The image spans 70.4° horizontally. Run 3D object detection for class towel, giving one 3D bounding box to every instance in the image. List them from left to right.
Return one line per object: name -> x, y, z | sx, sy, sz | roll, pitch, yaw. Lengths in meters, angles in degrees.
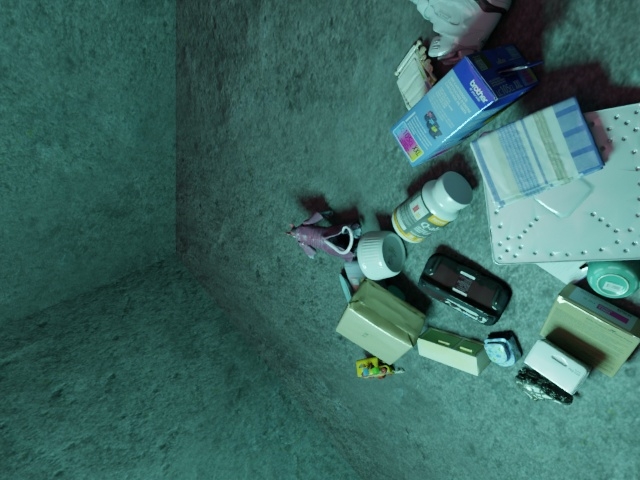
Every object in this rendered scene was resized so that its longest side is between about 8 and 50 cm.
towel -> 0.566, -0.227, 1.209 | 0.285, 0.034, 0.209 | -23, 89, 30

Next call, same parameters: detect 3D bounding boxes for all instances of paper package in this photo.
paper package -> 0.248, 0.351, 1.922 | 0.310, 0.168, 0.325 | 32, 153, 8

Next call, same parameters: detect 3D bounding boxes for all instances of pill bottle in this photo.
pill bottle -> 0.391, -0.115, 1.605 | 0.162, 0.162, 0.278 | 58, 144, 8

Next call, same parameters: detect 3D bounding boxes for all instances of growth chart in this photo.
growth chart -> 0.320, -0.523, 1.510 | 0.172, 0.021, 0.237 | -35, 66, 55

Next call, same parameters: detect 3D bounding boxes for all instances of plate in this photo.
plate -> 0.135, 0.247, 2.196 | 0.188, 0.024, 0.188 | 161, 90, -83

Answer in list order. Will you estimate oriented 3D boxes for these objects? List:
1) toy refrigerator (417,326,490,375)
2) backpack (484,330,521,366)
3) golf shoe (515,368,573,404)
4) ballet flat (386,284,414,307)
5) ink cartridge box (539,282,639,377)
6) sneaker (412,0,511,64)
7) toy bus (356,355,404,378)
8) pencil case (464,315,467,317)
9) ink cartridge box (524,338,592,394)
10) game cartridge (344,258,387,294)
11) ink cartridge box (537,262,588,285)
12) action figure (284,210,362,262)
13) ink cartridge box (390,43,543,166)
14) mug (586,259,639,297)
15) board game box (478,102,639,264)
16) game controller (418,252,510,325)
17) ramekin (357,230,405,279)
toy refrigerator -> 0.529, 0.435, 1.820 | 0.270, 0.102, 0.094 | 11, 119, 48
backpack -> 0.662, 0.403, 1.655 | 0.105, 0.084, 0.114 | -25, 94, 56
golf shoe -> 0.788, 0.530, 1.599 | 0.198, 0.077, 0.093 | 24, 139, 49
ballet flat -> 0.354, 0.282, 1.969 | 0.203, 0.074, 0.074 | 47, 141, 11
ink cartridge box -> 0.814, 0.268, 1.370 | 0.235, 0.088, 0.193 | 35, 141, 33
sneaker -> 0.341, -0.645, 1.322 | 0.366, 0.137, 0.210 | 33, 113, 29
toy bus -> 0.276, 0.614, 2.226 | 0.191, 0.202, 0.104 | 126, 143, -57
pencil case -> 0.524, 0.218, 1.725 | 0.151, 0.064, 0.070 | 48, 123, 19
ink cartridge box -> 0.747, 0.387, 1.422 | 0.159, 0.218, 0.092 | 36, 99, 33
game cartridge -> 0.226, 0.224, 2.103 | 0.196, 0.060, 0.294 | -7, 106, 48
ink cartridge box -> 0.730, 0.017, 1.356 | 0.208, 0.045, 0.206 | 37, 139, 8
action figure -> 0.000, 0.000, 2.043 | 0.370, 0.276, 0.248 | 10, 104, 16
ink cartridge box -> 0.426, -0.401, 1.298 | 0.151, 0.270, 0.395 | 57, 143, 6
mug -> 0.817, 0.090, 1.241 | 0.129, 0.097, 0.158 | 50, 139, -7
board game box -> 0.656, -0.134, 1.231 | 0.390, 0.050, 0.389 | -5, 101, 30
game controller -> 0.518, 0.174, 1.657 | 0.319, 0.067, 0.166 | 29, 97, 26
ramekin -> 0.256, 0.056, 1.845 | 0.109, 0.207, 0.207 | -10, 103, 43
